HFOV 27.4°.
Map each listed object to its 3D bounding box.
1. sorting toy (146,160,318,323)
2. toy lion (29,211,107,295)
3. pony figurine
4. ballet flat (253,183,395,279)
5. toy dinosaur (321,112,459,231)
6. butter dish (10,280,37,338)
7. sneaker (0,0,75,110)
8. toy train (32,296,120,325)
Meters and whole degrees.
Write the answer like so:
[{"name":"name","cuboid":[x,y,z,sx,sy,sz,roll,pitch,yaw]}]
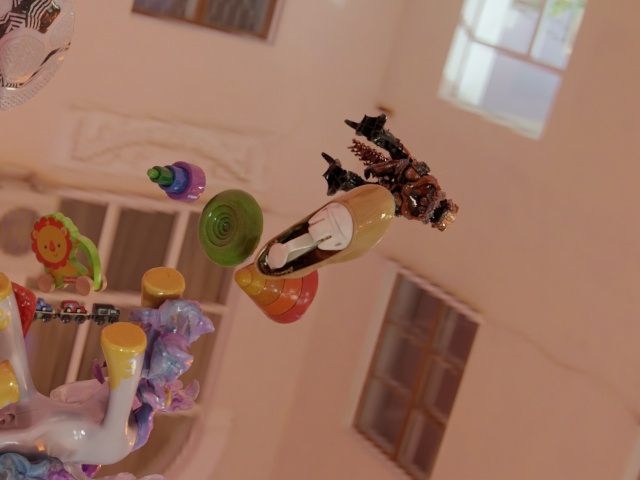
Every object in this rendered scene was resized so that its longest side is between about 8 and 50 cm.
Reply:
[{"name":"sorting toy","cuboid":[-0.160,-0.013,2.054,0.365,0.127,0.126,45,-162,32]},{"name":"toy lion","cuboid":[-0.305,0.015,1.567,0.100,0.096,0.034,3,-168,32]},{"name":"pony figurine","cuboid":[-0.239,0.197,1.358,0.351,0.363,0.303,-1,-140,-28]},{"name":"ballet flat","cuboid":[0.000,0.000,1.616,0.073,0.080,0.232,-13,166,-42]},{"name":"toy dinosaur","cuboid":[0.121,-0.108,2.353,0.218,0.164,0.322,29,168,-33]},{"name":"butter dish","cuboid":[-0.373,0.104,1.334,0.160,0.160,0.118,27,174,-28]},{"name":"sneaker","cuboid":[-0.462,-0.382,1.902,0.210,0.366,0.137,35,-145,20]},{"name":"toy train","cuboid":[-0.377,0.107,1.985,0.158,0.036,0.027,5,-170,-28]}]
